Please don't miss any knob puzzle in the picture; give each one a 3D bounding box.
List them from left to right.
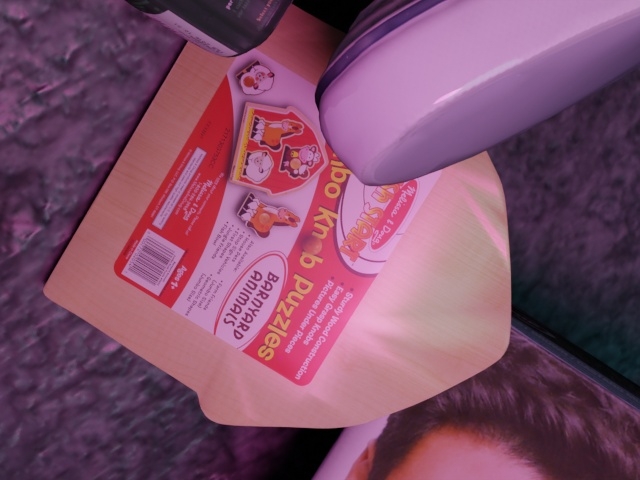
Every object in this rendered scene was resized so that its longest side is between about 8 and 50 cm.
[{"bbox_3d":[0.000,0.000,0.568,0.213,0.030,0.213,0,97,3],"label":"knob puzzle"}]

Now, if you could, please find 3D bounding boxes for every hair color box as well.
[{"bbox_3d":[0.044,0.221,0.638,0.374,0.185,0.113,-58,170,7],"label":"hair color box"}]

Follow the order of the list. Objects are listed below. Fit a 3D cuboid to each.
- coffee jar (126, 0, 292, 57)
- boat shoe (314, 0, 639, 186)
[{"bbox_3d":[-0.087,-0.148,0.461,0.184,0.079,0.096,25,99,-35],"label":"coffee jar"},{"bbox_3d":[0.116,-0.160,0.523,0.367,0.136,0.156,-32,83,-27],"label":"boat shoe"}]
